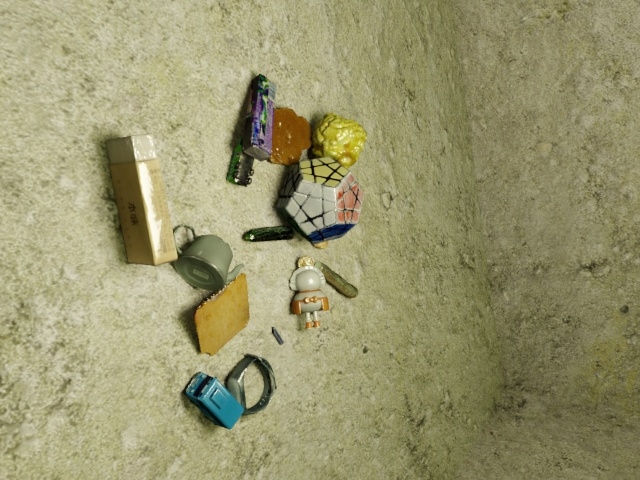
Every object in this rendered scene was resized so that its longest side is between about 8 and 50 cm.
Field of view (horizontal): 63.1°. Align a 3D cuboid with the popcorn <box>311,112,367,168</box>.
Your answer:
[{"bbox_3d":[0.062,-0.355,2.009,0.205,0.237,0.252,12,109,-10],"label":"popcorn"}]

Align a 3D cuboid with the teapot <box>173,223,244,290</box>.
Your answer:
[{"bbox_3d":[-0.341,0.041,1.577,0.239,0.162,0.149,35,52,-16],"label":"teapot"}]

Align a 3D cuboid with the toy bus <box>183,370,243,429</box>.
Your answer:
[{"bbox_3d":[-0.330,0.500,1.628,0.090,0.106,0.185,-54,130,-32],"label":"toy bus"}]

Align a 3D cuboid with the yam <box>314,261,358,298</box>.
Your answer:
[{"bbox_3d":[0.066,0.165,2.149,0.274,0.061,0.061,40,61,-43],"label":"yam"}]

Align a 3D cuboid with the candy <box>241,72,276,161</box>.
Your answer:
[{"bbox_3d":[-0.200,-0.412,1.733,0.088,0.061,0.313,30,52,-42],"label":"candy"}]

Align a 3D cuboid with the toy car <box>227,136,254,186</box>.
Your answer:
[{"bbox_3d":[-0.257,-0.261,1.725,0.071,0.062,0.165,25,72,-50],"label":"toy car"}]

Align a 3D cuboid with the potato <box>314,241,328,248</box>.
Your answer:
[{"bbox_3d":[0.000,0.000,2.065,0.068,0.062,0.083,-57,155,-13],"label":"potato"}]

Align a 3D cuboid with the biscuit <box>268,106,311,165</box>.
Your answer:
[{"bbox_3d":[-0.136,-0.374,1.890,0.290,0.041,0.209,-19,105,-49],"label":"biscuit"}]

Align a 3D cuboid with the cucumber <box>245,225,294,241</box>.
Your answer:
[{"bbox_3d":[-0.184,-0.020,1.830,0.214,0.058,0.052,-7,131,-48],"label":"cucumber"}]

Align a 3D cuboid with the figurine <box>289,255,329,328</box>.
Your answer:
[{"bbox_3d":[-0.043,0.196,1.957,0.143,0.143,0.272,-17,106,-50],"label":"figurine"}]

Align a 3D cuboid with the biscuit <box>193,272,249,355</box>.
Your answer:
[{"bbox_3d":[-0.306,0.244,1.660,0.232,0.013,0.237,-41,142,-42],"label":"biscuit"}]

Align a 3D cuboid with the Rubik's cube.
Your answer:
[{"bbox_3d":[-0.001,-0.143,1.889,0.318,0.318,0.264,4,62,-51],"label":"Rubik's cube"}]

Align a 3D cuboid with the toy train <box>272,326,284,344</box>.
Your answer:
[{"bbox_3d":[-0.158,0.348,1.907,0.017,0.017,0.083,-47,126,-30],"label":"toy train"}]

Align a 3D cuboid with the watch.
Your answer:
[{"bbox_3d":[-0.232,0.489,1.783,0.193,0.068,0.207,-24,113,-52],"label":"watch"}]

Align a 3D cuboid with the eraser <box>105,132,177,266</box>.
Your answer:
[{"bbox_3d":[-0.479,-0.105,1.393,0.078,0.144,0.344,-20,106,-47],"label":"eraser"}]
